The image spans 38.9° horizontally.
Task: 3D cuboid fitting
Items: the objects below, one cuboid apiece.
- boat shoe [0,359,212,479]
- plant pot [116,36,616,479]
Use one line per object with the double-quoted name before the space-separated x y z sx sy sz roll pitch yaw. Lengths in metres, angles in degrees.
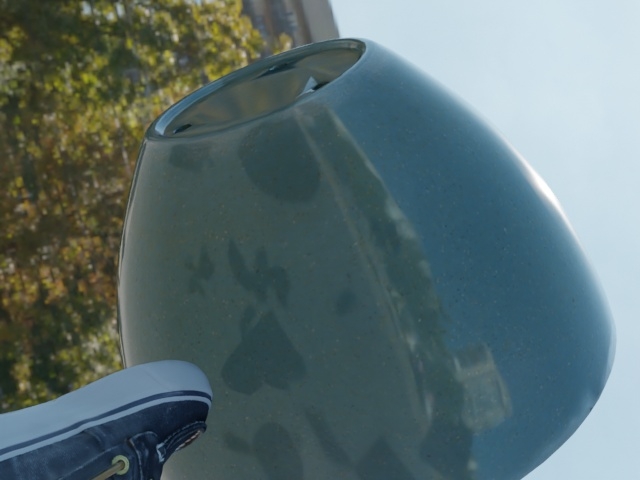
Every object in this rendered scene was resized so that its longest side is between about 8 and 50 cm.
"boat shoe" -0.086 0.101 0.324 0.065 0.183 0.083 -41 -105 24
"plant pot" 0.000 0.000 0.524 0.290 0.290 0.195 28 -36 62
